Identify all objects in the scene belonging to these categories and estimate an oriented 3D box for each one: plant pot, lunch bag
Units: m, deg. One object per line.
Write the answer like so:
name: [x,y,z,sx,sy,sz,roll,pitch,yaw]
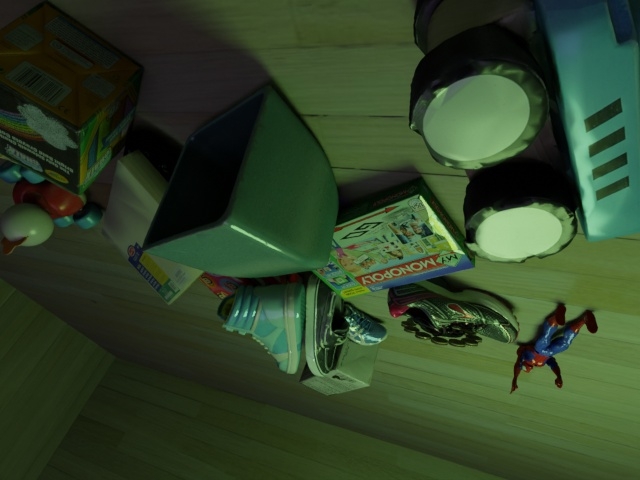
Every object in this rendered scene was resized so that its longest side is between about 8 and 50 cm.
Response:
plant pot: [-0.103,-0.057,0.704,0.247,0.248,0.252,-13,145,42]
lunch bag: [-0.180,0.080,1.045,0.258,0.120,0.293,-12,134,35]

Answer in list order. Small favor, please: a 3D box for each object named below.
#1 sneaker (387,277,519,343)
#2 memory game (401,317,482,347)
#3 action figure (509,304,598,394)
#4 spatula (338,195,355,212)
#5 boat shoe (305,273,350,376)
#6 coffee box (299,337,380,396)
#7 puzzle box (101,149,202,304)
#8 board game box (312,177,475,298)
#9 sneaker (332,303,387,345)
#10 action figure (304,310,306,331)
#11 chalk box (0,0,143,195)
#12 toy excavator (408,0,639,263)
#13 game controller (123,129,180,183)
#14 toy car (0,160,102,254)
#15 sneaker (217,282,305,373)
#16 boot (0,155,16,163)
sneaker: [0.288,0.166,0.889,0.299,0.112,0.121,20,146,2]
memory game: [0.282,0.215,0.944,0.186,0.012,0.186,7,-174,-1]
action figure: [0.504,0.268,0.893,0.091,0.139,0.280,14,148,14]
spatula: [0.000,0.000,0.896,0.084,0.030,0.296,25,146,-7]
boat shoe: [0.026,0.232,1.055,0.102,0.108,0.301,7,108,23]
coffee box: [0.059,0.376,1.266,0.119,0.168,0.297,29,147,-9]
puzzle box: [-0.393,-0.001,0.955,0.272,0.052,0.409,49,143,-6]
board game box: [0.112,0.016,0.805,0.317,0.046,0.213,-21,128,37]
sneaker: [0.088,0.231,1.124,0.211,0.080,0.081,19,148,5]
action figure: [-0.108,0.234,1.216,0.285,0.099,0.185,17,166,23]
chalk box: [-0.466,-0.221,0.727,0.180,0.179,0.289,33,146,-17]
toy excavator: [0.358,-0.123,0.383,0.445,0.222,0.433,-15,134,31]
game controller: [-0.379,-0.120,0.916,0.166,0.067,0.319,33,145,-15]
toy car: [-0.767,-0.066,1.061,0.210,0.238,0.219,4,142,26]
sneaker: [-0.146,0.217,1.004,0.208,0.127,0.319,4,129,1]
boot: [-0.786,-0.253,0.865,0.262,0.095,0.203,28,176,-15]
